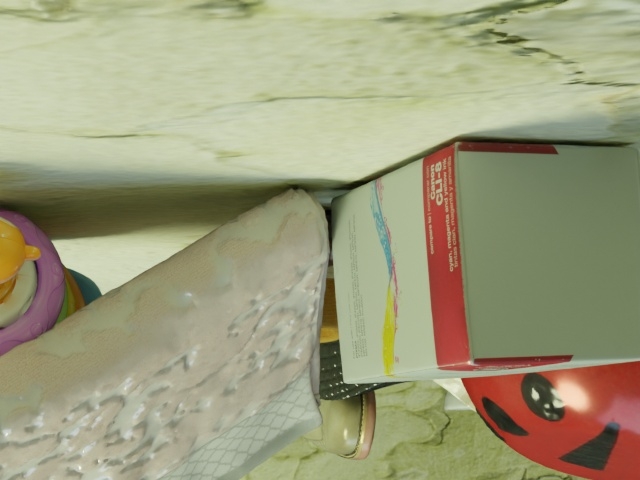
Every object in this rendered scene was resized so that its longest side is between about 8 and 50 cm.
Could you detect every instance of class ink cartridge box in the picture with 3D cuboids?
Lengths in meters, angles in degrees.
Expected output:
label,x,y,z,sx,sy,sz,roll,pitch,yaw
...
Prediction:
label,x,y,z,sx,sy,sz,roll,pitch,yaw
ink cartridge box,0.099,0.019,0.871,0.128,0.127,0.176,-1,171,-24

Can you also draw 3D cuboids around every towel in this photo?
label,x,y,z,sx,sy,sz,roll,pitch,yaw
towel,-0.134,0.135,0.980,0.332,0.053,0.317,-33,153,-18

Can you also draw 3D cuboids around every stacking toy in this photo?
label,x,y,z,sx,sy,sz,roll,pitch,yaw
stacking toy,-0.223,0.041,0.925,0.175,0.165,0.302,7,159,-10

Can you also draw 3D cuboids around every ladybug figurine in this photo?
label,x,y,z,sx,sy,sz,roll,pitch,yaw
ladybug figurine,0.248,0.112,1.241,0.305,0.162,0.449,13,165,11

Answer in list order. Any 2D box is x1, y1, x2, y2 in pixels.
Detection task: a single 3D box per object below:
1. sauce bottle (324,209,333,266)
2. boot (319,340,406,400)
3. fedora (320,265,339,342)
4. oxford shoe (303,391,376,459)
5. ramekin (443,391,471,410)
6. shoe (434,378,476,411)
label,x,y,z,sx,sy,sz,roll,pitch,yaw
sauce bottle,0.000,0.000,1.013,0.128,0.042,0.042,-10,170,43
boot,0.126,0.136,1.838,0.223,0.118,0.338,-5,-179,-44
fedora,-0.026,0.048,1.217,0.194,0.079,0.194,-3,173,0
oxford shoe,-0.038,0.218,2.000,0.146,0.140,0.397,6,-176,-22
ramekin,0.312,0.171,2.054,0.277,0.135,0.277,-4,172,-1
shoe,0.111,0.126,1.579,0.219,0.058,0.076,28,-174,16
